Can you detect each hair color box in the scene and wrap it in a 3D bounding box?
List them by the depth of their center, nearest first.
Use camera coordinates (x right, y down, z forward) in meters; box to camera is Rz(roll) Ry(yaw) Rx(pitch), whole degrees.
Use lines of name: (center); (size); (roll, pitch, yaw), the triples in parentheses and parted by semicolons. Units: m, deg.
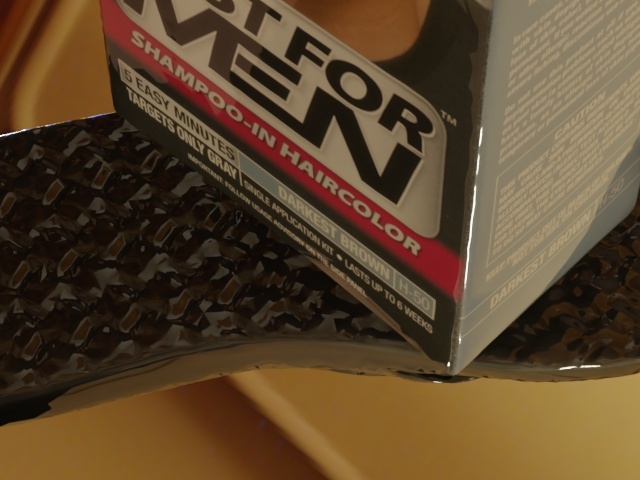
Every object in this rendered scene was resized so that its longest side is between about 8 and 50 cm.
hair color box: (0.018, -0.142, 0.581); (0.185, 0.374, 0.113); (37, -119, 24)

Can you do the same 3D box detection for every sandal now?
sandal: (-0.002, -0.002, 0.870); (0.107, 0.446, 0.167); (52, -146, -70)
